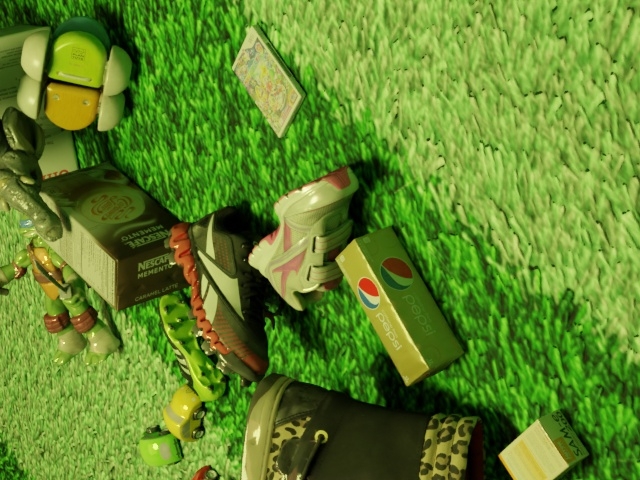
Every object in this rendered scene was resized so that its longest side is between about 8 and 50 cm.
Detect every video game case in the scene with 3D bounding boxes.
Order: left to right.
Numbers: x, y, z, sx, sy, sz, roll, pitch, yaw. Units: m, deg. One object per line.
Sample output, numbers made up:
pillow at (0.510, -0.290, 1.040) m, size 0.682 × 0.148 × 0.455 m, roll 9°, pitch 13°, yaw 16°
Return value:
video game case at (-0.067, -0.204, 1.820) m, size 0.122 × 0.011 × 0.087 m, roll 56°, pitch 144°, yaw 19°

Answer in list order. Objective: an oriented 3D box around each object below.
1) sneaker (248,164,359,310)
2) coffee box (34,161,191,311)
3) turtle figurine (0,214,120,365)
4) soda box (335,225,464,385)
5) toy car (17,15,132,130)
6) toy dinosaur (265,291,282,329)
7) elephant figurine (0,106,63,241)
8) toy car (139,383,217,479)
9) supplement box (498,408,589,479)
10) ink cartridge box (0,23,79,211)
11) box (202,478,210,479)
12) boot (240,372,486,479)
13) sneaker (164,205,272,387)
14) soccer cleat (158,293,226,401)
sneaker at (0.000, 0.000, 1.765) m, size 0.111 × 0.103 × 0.252 m, roll 54°, pitch 150°, yaw 16°
coffee box at (-0.317, -0.011, 2.159) m, size 0.246 × 0.141 × 0.098 m, roll 37°, pitch 134°, yaw 37°
turtle figurine at (-0.468, 0.105, 2.349) m, size 0.274 × 0.198 × 0.266 m, roll -87°, pitch -26°, yaw -63°
soda box at (0.094, 0.078, 1.694) m, size 0.181 × 0.061 × 0.058 m, roll 60°, pitch 145°, yaw 14°
toy car at (-0.363, -0.258, 2.117) m, size 0.182 × 0.159 × 0.136 m, roll 110°, pitch 168°, yaw -48°
toy dinosaur at (-0.095, 0.085, 1.958) m, size 0.082 × 0.090 × 0.047 m, roll -2°, pitch 115°, yaw 12°
elephant figurine at (-0.487, -0.121, 2.126) m, size 0.169 × 0.186 × 0.239 m, roll -14°, pitch 136°, yaw 46°
toy car at (-0.241, 0.349, 2.316) m, size 0.225 × 0.053 × 0.239 m, roll -3°, pitch 104°, yaw 55°
supplement box at (0.249, 0.240, 1.582) m, size 0.062 × 0.036 × 0.098 m, roll 58°, pitch 145°, yaw 17°
ink cartridge box at (-0.520, -0.197, 2.295) m, size 0.114 × 0.197 × 0.273 m, roll 14°, pitch 118°, yaw 53°
box at (-0.192, 0.491, 2.119) m, size 0.128 × 0.257 × 0.122 m, roll 19°, pitch 125°, yaw 25°
boot at (0.050, 0.358, 1.709) m, size 0.284 × 0.138 × 0.377 m, roll 4°, pitch 95°, yaw 19°
sneaker at (-0.113, 0.063, 1.905) m, size 0.135 × 0.097 × 0.276 m, roll -33°, pitch 54°, yaw 14°
soccer cleat at (-0.205, 0.167, 2.167) m, size 0.179 × 0.060 × 0.072 m, roll 62°, pitch 147°, yaw 6°
